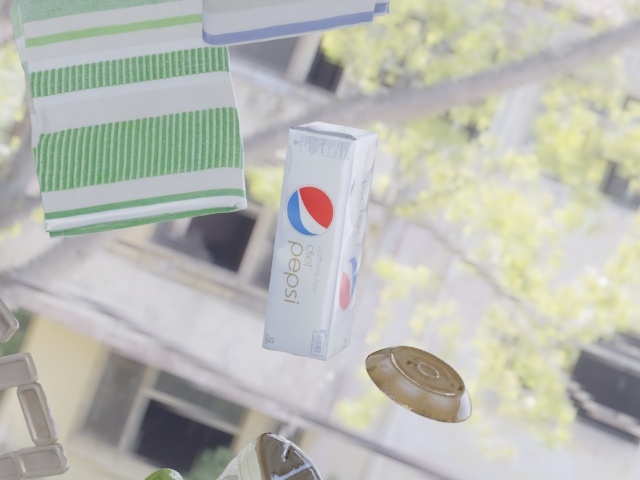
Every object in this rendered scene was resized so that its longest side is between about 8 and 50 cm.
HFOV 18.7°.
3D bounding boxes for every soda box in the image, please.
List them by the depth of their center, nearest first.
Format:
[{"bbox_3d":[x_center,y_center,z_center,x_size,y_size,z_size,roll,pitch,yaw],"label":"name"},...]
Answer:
[{"bbox_3d":[0.000,0.000,1.842,0.069,0.216,0.074,12,12,18],"label":"soda box"}]

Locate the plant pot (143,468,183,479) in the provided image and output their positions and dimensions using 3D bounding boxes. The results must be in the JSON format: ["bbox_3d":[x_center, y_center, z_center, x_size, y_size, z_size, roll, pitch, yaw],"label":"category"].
[{"bbox_3d":[-0.126,0.264,1.803,0.079,0.083,0.083,18,3,36],"label":"plant pot"}]

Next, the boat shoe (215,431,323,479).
[{"bbox_3d":[-0.038,0.291,1.541,0.109,0.098,0.302,34,28,-35],"label":"boat shoe"}]

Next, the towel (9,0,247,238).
[{"bbox_3d":[-0.223,-0.165,2.259,0.248,0.324,0.038,-9,-25,-5],"label":"towel"}]

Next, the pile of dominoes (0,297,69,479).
[{"bbox_3d":[-0.345,0.138,1.847,0.251,0.196,0.040,-13,6,37],"label":"pile of dominoes"}]

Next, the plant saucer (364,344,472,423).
[{"bbox_3d":[0.071,0.096,1.354,0.083,0.015,0.083,22,23,-10],"label":"plant saucer"}]

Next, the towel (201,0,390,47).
[{"bbox_3d":[-0.018,-0.310,1.948,0.209,0.285,0.034,-11,54,-14],"label":"towel"}]
